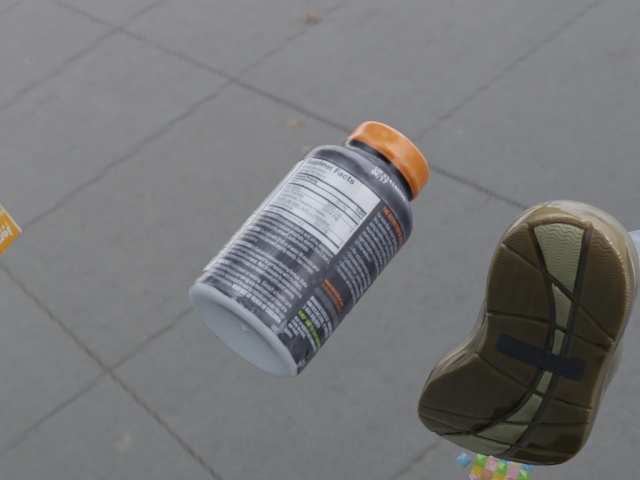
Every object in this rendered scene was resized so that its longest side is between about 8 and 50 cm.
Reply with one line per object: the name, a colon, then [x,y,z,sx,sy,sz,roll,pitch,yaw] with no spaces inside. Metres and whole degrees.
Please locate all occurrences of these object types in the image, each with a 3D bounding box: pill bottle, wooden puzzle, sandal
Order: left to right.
pill bottle: [0.000,0.000,1.277,0.130,0.130,0.246,15,57,48]
wooden puzzle: [0.153,0.205,1.165,0.083,0.006,0.049,18,77,21]
sandal: [0.090,0.039,0.561,0.072,0.180,0.049,24,52,9]

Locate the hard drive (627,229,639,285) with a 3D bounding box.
hard drive: [0.389,0.113,1.364,0.054,0.172,0.255,-29,59,19]

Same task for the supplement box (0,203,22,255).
supplement box: [-0.207,-0.020,0.694,0.036,0.098,0.062,-16,29,38]
